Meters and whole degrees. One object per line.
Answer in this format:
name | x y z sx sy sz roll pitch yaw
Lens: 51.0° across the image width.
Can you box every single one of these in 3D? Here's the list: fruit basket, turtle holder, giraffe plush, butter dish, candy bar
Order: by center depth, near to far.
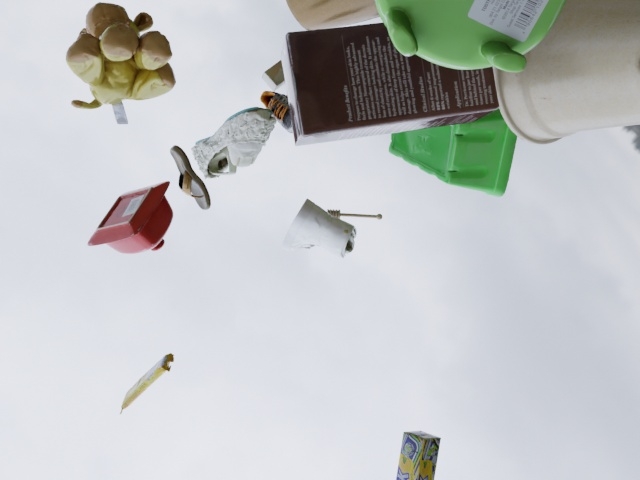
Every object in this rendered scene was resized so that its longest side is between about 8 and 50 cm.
turtle holder | 0.169 -0.370 0.926 0.320 0.244 0.227 -4 -149 9
candy bar | -0.291 0.237 1.116 0.018 0.161 0.040 37 -148 -19
giraffe plush | -0.347 -0.330 1.151 0.181 0.210 0.171 0 -117 -25
butter dish | -0.365 -0.026 1.376 0.118 0.159 0.160 54 -139 -33
fruit basket | 0.422 -0.304 1.831 0.391 0.283 0.392 5 -157 -2

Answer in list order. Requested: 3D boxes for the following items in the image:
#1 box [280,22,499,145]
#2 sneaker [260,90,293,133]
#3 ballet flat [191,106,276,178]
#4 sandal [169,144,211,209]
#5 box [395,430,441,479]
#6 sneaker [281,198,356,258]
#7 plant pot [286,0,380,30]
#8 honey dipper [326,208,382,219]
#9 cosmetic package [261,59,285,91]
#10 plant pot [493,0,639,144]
box | 0.127 -0.303 1.280 0.381 0.143 0.191 -8 -91 -10
sneaker | -0.108 -0.363 1.883 0.083 0.084 0.215 18 -163 -32
ballet flat | -0.240 -0.259 1.904 0.146 0.409 0.147 5 -100 -31
sandal | -0.336 -0.152 1.687 0.049 0.072 0.180 -34 -79 -30
box | 0.186 0.465 1.318 0.059 0.169 0.054 12 176 -44
sneaker | 0.000 0.000 1.732 0.169 0.292 0.108 29 -105 -2
plant pot | 0.057 -0.548 1.400 0.237 0.254 0.237 39 -141 -41
honey dipper | 0.098 -0.073 1.923 0.160 0.031 0.030 1 -141 -5
cosmetic package | -0.113 -0.502 2.002 0.115 0.041 0.060 -43 -89 -21
plant pot | 0.582 -0.355 1.369 0.333 0.334 0.305 17 180 -35
